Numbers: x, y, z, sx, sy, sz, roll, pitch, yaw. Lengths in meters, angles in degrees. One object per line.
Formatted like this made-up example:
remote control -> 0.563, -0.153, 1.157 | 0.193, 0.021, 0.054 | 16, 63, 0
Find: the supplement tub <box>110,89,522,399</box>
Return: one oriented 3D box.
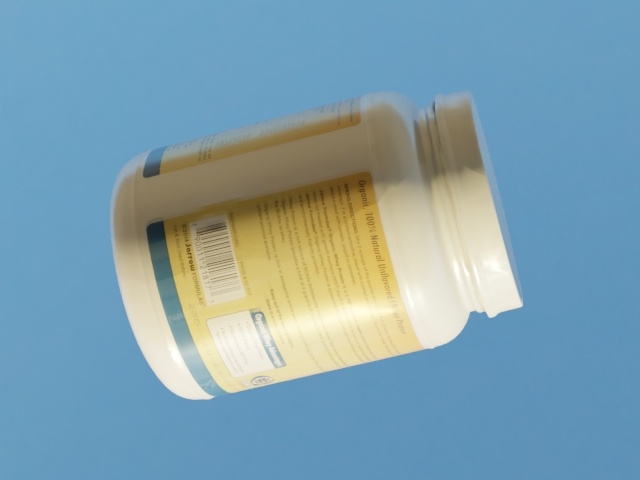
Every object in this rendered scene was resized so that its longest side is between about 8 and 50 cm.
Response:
supplement tub -> 0.000, 0.000, 0.791 | 0.200, 0.144, 0.144 | -13, -117, 9
